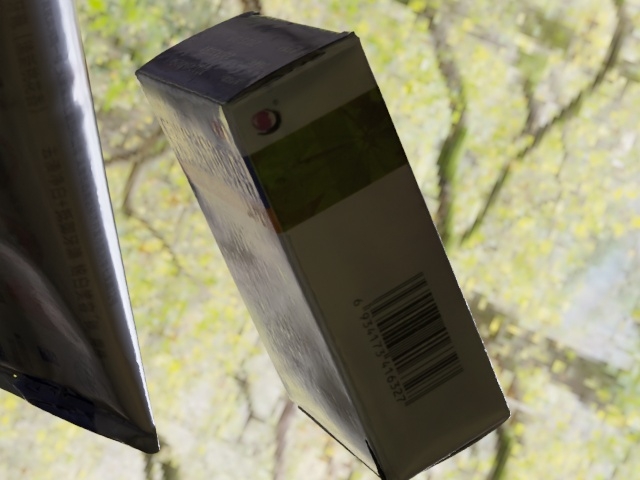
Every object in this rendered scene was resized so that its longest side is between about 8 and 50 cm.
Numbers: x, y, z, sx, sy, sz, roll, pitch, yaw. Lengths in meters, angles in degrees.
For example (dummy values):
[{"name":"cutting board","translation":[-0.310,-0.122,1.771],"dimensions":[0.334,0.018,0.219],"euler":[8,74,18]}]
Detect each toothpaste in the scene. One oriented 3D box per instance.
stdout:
[{"name":"toothpaste","translation":[-0.115,-0.052,0.555],"dimensions":[0.066,0.100,0.323],"euler":[-48,146,-42]}]

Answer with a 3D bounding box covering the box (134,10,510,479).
[{"name":"box","translation":[0.000,0.000,1.090],"dimensions":[0.106,0.200,0.300],"euler":[-28,111,-15]}]
